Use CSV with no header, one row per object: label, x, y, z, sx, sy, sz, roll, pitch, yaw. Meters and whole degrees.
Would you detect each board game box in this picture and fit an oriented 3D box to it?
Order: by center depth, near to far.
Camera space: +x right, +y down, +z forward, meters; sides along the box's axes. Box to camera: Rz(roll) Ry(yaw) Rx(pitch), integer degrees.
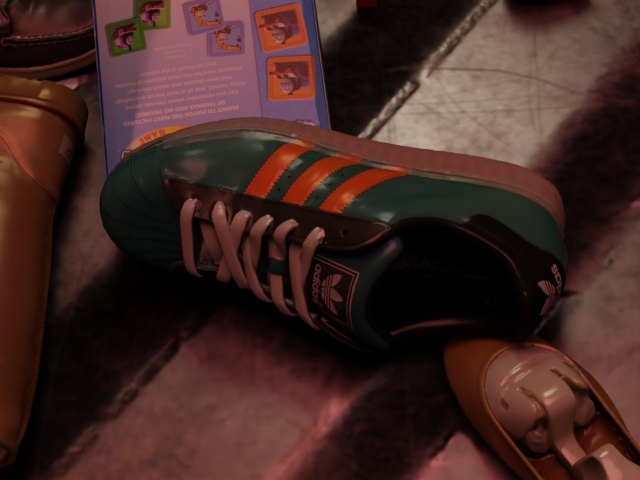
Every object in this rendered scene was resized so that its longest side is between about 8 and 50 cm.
board game box,-0.077,-0.121,0.918,0.160,0.039,0.211,-8,72,2

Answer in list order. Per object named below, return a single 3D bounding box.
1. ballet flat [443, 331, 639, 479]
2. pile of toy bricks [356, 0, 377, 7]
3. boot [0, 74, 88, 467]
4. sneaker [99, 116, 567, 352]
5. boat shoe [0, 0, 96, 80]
ballet flat,0.152,0.118,0.745,0.080,0.073,0.232,-31,58,-13
pile of toy bricks,0.003,-0.283,1.006,0.118,0.105,0.212,1,58,8
boot,-0.286,0.006,0.865,0.236,0.089,0.269,3,59,9
sneaker,0.000,0.000,0.802,0.302,0.108,0.121,4,32,8
boat shoe,-0.263,-0.172,0.985,0.223,0.073,0.080,1,57,8
